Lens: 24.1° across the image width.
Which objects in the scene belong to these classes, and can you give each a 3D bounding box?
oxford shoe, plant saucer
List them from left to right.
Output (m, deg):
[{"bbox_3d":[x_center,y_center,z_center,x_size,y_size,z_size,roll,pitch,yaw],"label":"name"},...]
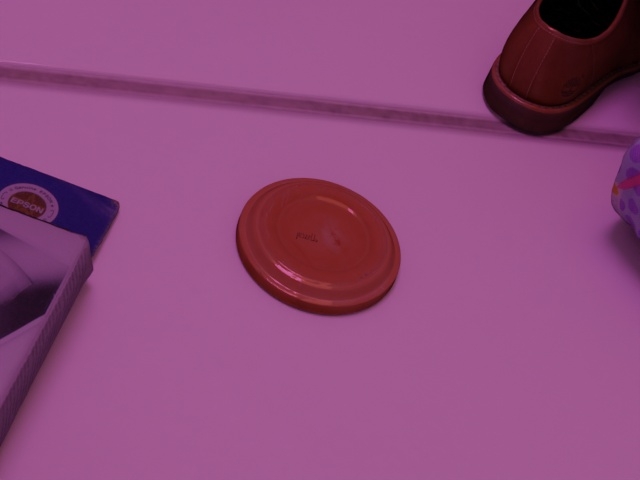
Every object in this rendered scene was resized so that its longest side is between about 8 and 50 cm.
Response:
[{"bbox_3d":[0.000,0.000,0.740,0.083,0.013,0.083,10,47,-10],"label":"plant saucer"},{"bbox_3d":[0.174,-0.143,0.888,0.076,0.076,0.212,32,45,12],"label":"oxford shoe"}]

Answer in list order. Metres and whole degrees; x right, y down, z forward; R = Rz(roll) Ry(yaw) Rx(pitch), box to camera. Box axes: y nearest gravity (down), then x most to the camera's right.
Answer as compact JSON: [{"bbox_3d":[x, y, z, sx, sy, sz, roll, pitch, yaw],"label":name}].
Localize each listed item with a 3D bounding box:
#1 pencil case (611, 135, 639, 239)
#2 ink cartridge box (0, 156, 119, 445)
[{"bbox_3d":[0.268,0.031,0.738,0.124,0.113,0.273,-21,59,-36],"label":"pencil case"},{"bbox_3d":[-0.219,0.006,0.635,0.223,0.045,0.224,20,46,-1],"label":"ink cartridge box"}]
